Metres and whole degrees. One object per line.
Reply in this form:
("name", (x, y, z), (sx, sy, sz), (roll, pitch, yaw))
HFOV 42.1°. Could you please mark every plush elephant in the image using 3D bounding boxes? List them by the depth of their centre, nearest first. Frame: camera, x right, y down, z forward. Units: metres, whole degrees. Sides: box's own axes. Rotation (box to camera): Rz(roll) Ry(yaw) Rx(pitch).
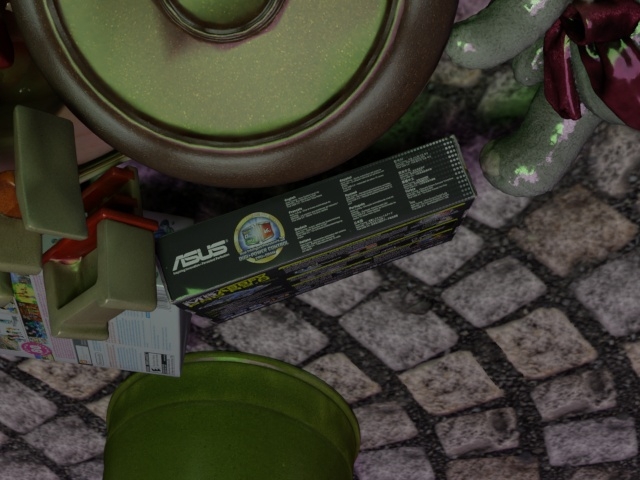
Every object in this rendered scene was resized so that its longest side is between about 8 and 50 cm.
("plush elephant", (0.203, -0.181, 0.603), (0.255, 0.272, 0.330), (20, 102, -31))

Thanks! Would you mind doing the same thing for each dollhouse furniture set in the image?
("dollhouse furniture set", (-0.255, -0.009, 0.611), (0.262, 0.135, 0.259), (-30, 151, 35))

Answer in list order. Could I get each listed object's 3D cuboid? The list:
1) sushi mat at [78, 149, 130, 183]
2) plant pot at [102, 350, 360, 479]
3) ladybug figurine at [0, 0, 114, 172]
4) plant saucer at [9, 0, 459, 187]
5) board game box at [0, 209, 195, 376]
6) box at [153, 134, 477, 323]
("sushi mat", (-0.145, -0.100, 0.765), (0.316, 0.151, 0.019), (-21, 106, 21))
("plant pot", (-0.132, 0.396, 1.069), (0.366, 0.353, 0.366), (1, 132, 2))
("ladybug figurine", (-0.318, -0.197, 0.679), (0.449, 0.162, 0.305), (-1, 131, 4))
("plant saucer", (-0.062, -0.176, 0.535), (0.310, 0.050, 0.311), (1, 112, 4))
("board game box", (-0.296, 0.047, 0.908), (0.303, 0.097, 0.224), (8, 145, -5))
("box", (0.000, 0.000, 0.782), (0.270, 0.060, 0.216), (-20, 169, 0))
